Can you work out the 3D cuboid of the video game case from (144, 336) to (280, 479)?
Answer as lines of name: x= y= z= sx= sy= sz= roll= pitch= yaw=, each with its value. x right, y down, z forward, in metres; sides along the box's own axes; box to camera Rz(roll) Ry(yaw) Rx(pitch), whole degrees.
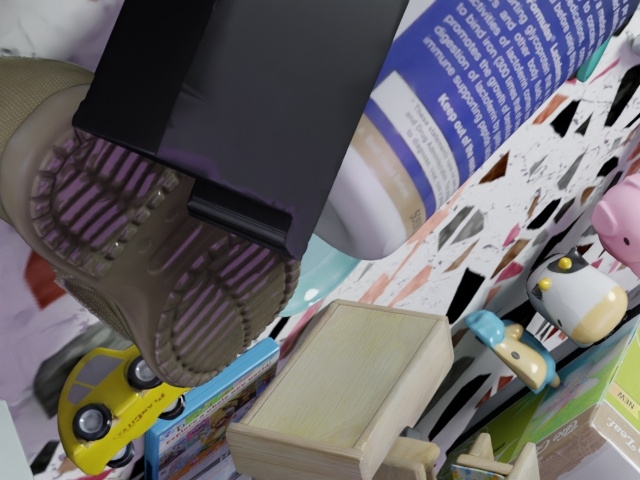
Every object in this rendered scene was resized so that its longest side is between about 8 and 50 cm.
video game case: x=-0.085 y=0.154 z=0.947 sx=0.119 sy=0.015 sz=0.166 roll=-33 pitch=153 yaw=-30

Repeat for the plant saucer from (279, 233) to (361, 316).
plant saucer: x=0.000 y=0.000 z=0.850 sx=0.119 sy=0.021 sz=0.119 roll=-39 pitch=156 yaw=-22

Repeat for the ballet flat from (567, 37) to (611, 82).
ballet flat: x=0.180 y=-0.232 z=0.715 sx=0.280 sy=0.096 sz=0.095 roll=-63 pitch=170 yaw=19

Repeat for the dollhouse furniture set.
dollhouse furniture set: x=0.038 y=0.194 z=0.951 sx=0.161 sy=0.212 sz=0.242 roll=-50 pitch=137 yaw=-44

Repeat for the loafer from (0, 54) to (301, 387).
loafer: x=-0.086 y=-0.011 z=0.592 sx=0.102 sy=0.092 sz=0.268 roll=-43 pitch=154 yaw=-9

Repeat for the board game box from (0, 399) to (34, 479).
board game box: x=-0.251 y=0.222 z=0.580 sx=0.224 sy=0.097 sz=0.303 roll=-10 pitch=138 yaw=-26

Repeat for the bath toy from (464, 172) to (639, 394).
bath toy: x=0.301 y=-0.006 z=1.251 sx=0.348 sy=0.129 sz=0.151 roll=-46 pitch=-159 yaw=0

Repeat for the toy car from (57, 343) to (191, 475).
toy car: x=-0.187 y=0.159 z=0.731 sx=0.239 sy=0.053 sz=0.225 roll=-24 pitch=147 yaw=-43

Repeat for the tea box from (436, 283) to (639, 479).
tea box: x=0.292 y=0.255 z=1.312 sx=0.329 sy=0.220 sz=0.323 roll=-46 pitch=180 yaw=38

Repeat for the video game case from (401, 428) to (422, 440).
video game case: x=0.059 y=0.318 z=1.315 sx=0.190 sy=0.022 sz=0.173 roll=-76 pitch=-169 yaw=-60

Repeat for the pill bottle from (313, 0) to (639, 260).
pill bottle: x=0.065 y=-0.130 z=0.597 sx=0.264 sy=0.153 sz=0.153 roll=-44 pitch=156 yaw=-9

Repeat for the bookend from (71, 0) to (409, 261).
bookend: x=-0.051 y=-0.094 z=0.430 sx=0.156 sy=0.072 sz=0.157 roll=22 pitch=89 yaw=-41

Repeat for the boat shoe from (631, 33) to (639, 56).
boat shoe: x=0.302 y=-0.177 z=1.098 sx=0.100 sy=0.035 sz=0.035 roll=9 pitch=92 yaw=-59
